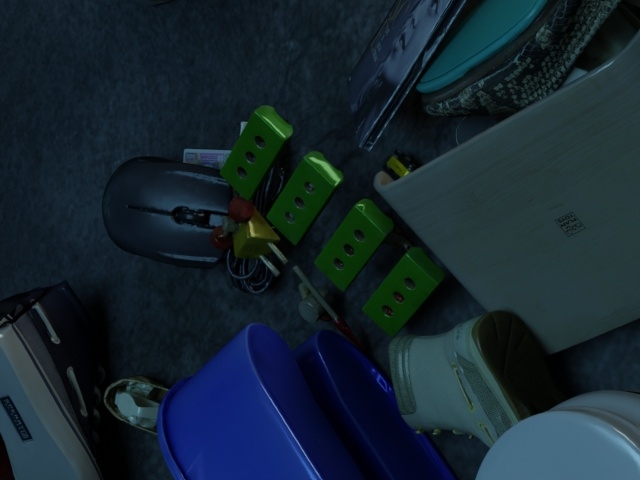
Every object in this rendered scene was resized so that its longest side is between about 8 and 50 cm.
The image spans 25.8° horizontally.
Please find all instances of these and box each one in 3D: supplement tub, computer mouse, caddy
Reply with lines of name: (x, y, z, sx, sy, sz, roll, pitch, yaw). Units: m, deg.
supplement tub: (0.260, 0.208, 1.074, 0.191, 0.272, 0.191, -3, 86, 42)
computer mouse: (-0.165, -0.040, 1.583, 0.272, 0.072, 0.188, 4, 91, 41)
caddy: (-0.014, 0.239, 1.341, 0.179, 0.241, 0.341, -49, 58, 23)

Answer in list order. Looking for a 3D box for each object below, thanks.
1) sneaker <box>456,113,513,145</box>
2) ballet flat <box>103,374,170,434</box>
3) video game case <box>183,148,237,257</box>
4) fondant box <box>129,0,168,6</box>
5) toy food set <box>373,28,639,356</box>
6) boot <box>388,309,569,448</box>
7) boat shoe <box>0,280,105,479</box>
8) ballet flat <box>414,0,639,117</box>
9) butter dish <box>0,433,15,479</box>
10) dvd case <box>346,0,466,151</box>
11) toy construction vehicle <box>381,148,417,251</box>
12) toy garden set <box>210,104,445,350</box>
sneaker: (0.184, -0.097, 1.299, 0.158, 0.065, 0.061, 11, 95, 41)
ballet flat: (-0.173, 0.202, 1.595, 0.206, 0.067, 0.073, 8, 93, 41)
video game case: (-0.129, -0.044, 1.609, 0.087, 0.011, 0.122, 5, 91, 41)
fondant box: (-0.225, -0.344, 1.498, 0.238, 0.330, 0.096, -6, 82, 41)
toy food set: (0.223, -0.039, 1.198, 0.306, 0.092, 0.219, -29, 111, 38)
boot: (0.156, 0.172, 1.296, 0.165, 0.077, 0.213, -20, 100, 56)
boat shoe: (-0.301, 0.210, 1.688, 0.127, 0.158, 0.340, -9, 109, 36)
ballet flat: (0.251, -0.217, 1.162, 0.182, 0.164, 0.483, 32, 141, -4)
butter dish: (-0.416, 0.333, 1.771, 0.118, 0.160, 0.159, 27, 106, 15)
dvd case: (0.091, -0.210, 1.358, 0.221, 0.018, 0.164, -57, 18, 23)
toy construction vehicle: (0.090, -0.030, 1.404, 0.098, 0.035, 0.086, 45, 106, 33)
toy garden set: (0.000, 0.000, 1.418, 0.244, 0.049, 0.204, 44, 140, 8)
